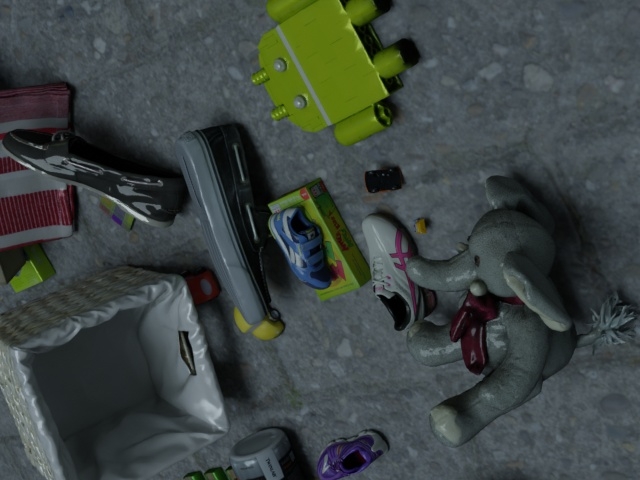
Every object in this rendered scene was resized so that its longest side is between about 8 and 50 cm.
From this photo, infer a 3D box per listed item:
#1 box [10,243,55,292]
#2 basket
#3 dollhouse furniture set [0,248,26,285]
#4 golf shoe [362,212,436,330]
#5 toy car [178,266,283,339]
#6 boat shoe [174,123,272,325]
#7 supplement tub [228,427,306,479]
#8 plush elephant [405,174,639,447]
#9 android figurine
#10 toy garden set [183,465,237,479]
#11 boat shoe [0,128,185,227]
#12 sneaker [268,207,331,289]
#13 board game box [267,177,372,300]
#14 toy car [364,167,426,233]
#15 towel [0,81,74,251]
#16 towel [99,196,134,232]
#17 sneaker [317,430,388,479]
[{"bbox_3d":[-0.625,0.011,2.225,0.109,0.042,0.178,-21,101,42],"label":"box"},{"bbox_3d":[-0.387,0.243,1.954,0.266,0.331,0.328,16,125,57],"label":"basket"},{"bbox_3d":[-0.728,0.005,2.135,0.242,0.212,0.161,-6,114,12],"label":"dollhouse furniture set"},{"bbox_3d":[0.109,0.048,1.656,0.067,0.086,0.186,-21,99,44],"label":"golf shoe"},{"bbox_3d":[-0.168,0.055,1.893,0.239,0.053,0.225,23,126,26],"label":"toy car"},{"bbox_3d":[-0.127,-0.028,1.766,0.121,0.119,0.335,26,135,68],"label":"boat shoe"},{"bbox_3d":[-0.084,0.453,2.008,0.117,0.117,0.190,-12,106,41],"label":"supplement tub"},{"bbox_3d":[0.236,0.074,1.462,0.330,0.272,0.255,-22,116,14],"label":"plush elephant"},{"bbox_3d":[0.009,-0.258,1.584,0.273,0.056,0.248,-20,101,41],"label":"android figurine"},{"bbox_3d":[-0.156,0.547,2.161,0.244,0.049,0.203,-20,101,42],"label":"toy garden set"},{"bbox_3d":[-0.388,-0.136,1.895,0.335,0.112,0.095,25,112,1],"label":"boat shoe"},{"bbox_3d":[-0.023,0.012,1.698,0.059,0.053,0.144,-30,95,41],"label":"sneaker"},{"bbox_3d":[0.000,0.000,1.741,0.092,0.043,0.181,-22,99,42],"label":"board game box"},{"bbox_3d":[0.106,-0.053,1.625,0.122,0.060,0.040,64,165,-1],"label":"toy car"},{"bbox_3d":[-0.565,-0.121,1.980,0.037,0.237,0.329,45,139,44],"label":"towel"},{"bbox_3d":[-0.376,-0.060,2.017,0.083,0.009,0.060,39,131,13],"label":"towel"},{"bbox_3d":[0.042,0.383,1.904,0.068,0.071,0.170,52,134,2],"label":"sneaker"}]
